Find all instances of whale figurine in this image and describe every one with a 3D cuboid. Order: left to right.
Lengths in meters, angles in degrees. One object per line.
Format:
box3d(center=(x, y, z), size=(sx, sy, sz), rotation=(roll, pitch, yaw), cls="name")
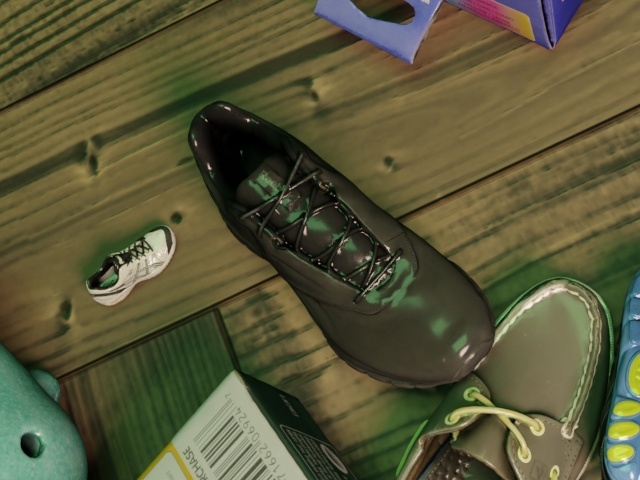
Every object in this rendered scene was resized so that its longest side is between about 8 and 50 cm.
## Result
box3d(center=(-0.260, 0.116, 0.826), size=(0.141, 0.216, 0.272), rotation=(-26, 77, 35), cls="whale figurine")

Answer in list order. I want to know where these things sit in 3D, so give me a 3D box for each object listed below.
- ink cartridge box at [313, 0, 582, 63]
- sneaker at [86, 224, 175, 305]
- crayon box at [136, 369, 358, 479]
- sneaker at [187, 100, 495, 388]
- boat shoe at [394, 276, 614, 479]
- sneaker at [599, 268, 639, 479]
box3d(center=(0.129, -0.335, 0.897), size=(0.270, 0.151, 0.395), rotation=(31, 82, 21), cls="ink cartridge box")
box3d(center=(-0.151, 0.018, 0.923), size=(0.083, 0.037, 0.032), rotation=(-45, 67, -4), cls="sneaker")
box3d(center=(-0.092, 0.273, 0.755), size=(0.323, 0.083, 0.203), rotation=(-48, 48, 8), cls="crayon box")
box3d(center=(0.000, 0.000, 0.822), size=(0.286, 0.130, 0.109), rotation=(37, 83, 31), cls="sneaker")
box3d(center=(0.113, 0.156, 0.784), size=(0.109, 0.091, 0.305), rotation=(26, 82, 19), cls="boat shoe")
box3d(center=(0.224, 0.089, 0.787), size=(0.067, 0.078, 0.188), rotation=(20, 64, 7), cls="sneaker")
